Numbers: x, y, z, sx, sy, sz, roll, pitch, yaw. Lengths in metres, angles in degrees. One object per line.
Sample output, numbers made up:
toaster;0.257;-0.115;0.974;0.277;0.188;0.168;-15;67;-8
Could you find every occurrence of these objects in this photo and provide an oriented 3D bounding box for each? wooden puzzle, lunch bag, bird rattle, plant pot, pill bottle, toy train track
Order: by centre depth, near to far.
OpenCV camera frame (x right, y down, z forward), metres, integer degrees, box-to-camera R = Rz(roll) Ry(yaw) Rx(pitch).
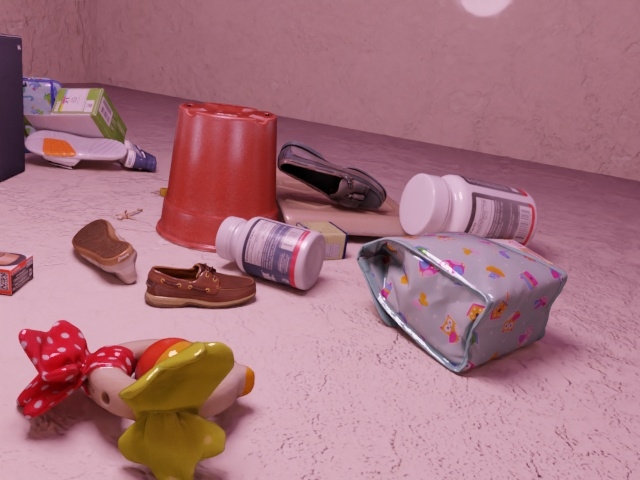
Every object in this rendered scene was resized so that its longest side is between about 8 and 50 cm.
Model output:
bird rattle;-0.190;0.159;0.611;0.253;0.143;0.207;4;3;31
lunch bag;0.213;0.069;0.909;0.223;0.160;0.262;-9;31;-39
pill bottle;-0.092;0.016;1.010;0.180;0.108;0.108;15;20;20
plant pot;-0.203;-0.145;1.185;0.272;0.265;0.272;7;20;-3
toy train track;-0.423;-0.062;1.245;0.048;0.014;0.083;13;19;13
pill bottle;0.332;-0.060;1.269;0.283;0.161;0.161;8;17;-24
wooden puzzle;0.036;-0.083;1.404;0.322;0.081;0.348;3;25;-15
lunch bag;-0.847;-0.373;1.652;0.176;0.219;0.090;-9;26;-42

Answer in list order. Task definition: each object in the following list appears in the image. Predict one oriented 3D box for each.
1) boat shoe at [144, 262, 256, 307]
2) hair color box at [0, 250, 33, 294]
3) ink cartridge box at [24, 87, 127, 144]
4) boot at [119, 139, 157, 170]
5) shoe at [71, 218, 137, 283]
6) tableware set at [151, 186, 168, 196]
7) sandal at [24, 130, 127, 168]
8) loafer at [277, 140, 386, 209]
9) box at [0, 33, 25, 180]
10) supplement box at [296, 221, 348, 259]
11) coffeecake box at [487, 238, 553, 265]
boat shoe;-0.187;0.068;0.891;0.177;0.060;0.064;1;20;-20
hair color box;-0.526;0.043;0.855;0.141;0.043;0.072;8;18;-3
ink cartridge box;-0.715;-0.336;1.593;0.255;0.189;0.097;2;63;4
boot;-0.545;-0.246;1.669;0.086;0.069;0.190;14;16;-30
shoe;-0.376;0.019;0.982;0.076;0.058;0.219;-38;35;-21
tableware set;-0.355;-0.134;1.462;0.104;0.024;0.154;21;22;32
sandal;-0.676;-0.237;1.553;0.265;0.076;0.102;6;46;-11
loafer;0.022;-0.129;1.268;0.267;0.096;0.084;26;38;-5
box;-0.897;-0.331;1.320;0.312;0.343;0.179;6;18;-5
supplement box;0.000;0.000;1.170;0.083;0.056;0.083;-3;22;-29
coffeecake box;0.352;0.049;1.154;0.185;0.068;0.142;2;20;-17
